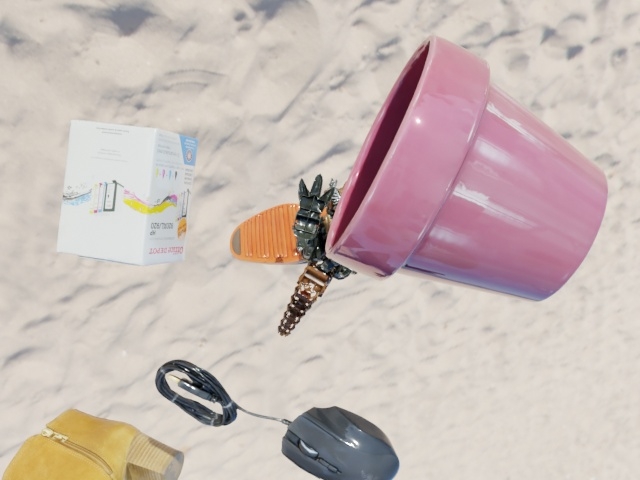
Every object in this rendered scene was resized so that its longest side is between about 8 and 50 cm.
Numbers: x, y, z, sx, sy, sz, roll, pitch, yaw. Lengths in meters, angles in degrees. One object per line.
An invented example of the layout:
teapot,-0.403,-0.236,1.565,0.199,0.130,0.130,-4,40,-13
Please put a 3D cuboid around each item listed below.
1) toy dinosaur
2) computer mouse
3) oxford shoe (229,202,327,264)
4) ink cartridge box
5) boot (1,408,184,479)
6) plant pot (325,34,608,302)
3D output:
toy dinosaur,0.032,0.007,1.204,0.218,0.164,0.322,105,-6,-76
computer mouse,-0.041,0.173,0.678,0.041,0.241,0.071,-72,-177,-62
oxford shoe,0.000,0.000,1.489,0.363,0.130,0.133,-7,156,11
ink cartridge box,-0.336,-0.081,1.311,0.171,0.168,0.233,-4,101,-75
boot,-0.334,0.351,0.962,0.295,0.211,0.104,-56,152,-52
plant pot,0.125,-0.042,0.621,0.180,0.201,0.201,24,115,-6
